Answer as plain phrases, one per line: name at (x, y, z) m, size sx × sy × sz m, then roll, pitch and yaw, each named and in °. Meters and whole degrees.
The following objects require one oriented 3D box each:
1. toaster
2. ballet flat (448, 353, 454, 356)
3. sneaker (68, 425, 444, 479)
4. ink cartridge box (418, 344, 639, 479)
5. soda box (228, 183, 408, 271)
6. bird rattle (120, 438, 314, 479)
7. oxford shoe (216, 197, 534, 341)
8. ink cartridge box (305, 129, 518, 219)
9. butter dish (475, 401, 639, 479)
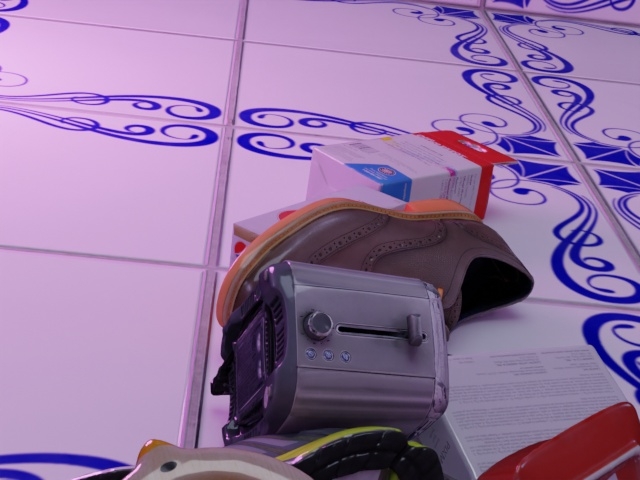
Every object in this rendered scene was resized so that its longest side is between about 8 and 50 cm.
toaster at (0.007, 0.102, 1.042) m, size 0.147 × 0.227 × 0.129 m, roll 5°, pitch 66°, yaw -16°
ballet flat at (0.065, 0.127, 1.177) m, size 0.173 × 0.057 × 0.049 m, roll 1°, pitch 59°, yaw -9°
sneaker at (-0.071, 0.192, 0.914) m, size 0.300 × 0.111 × 0.121 m, roll -5°, pitch -1°, yaw -16°
ink cartridge box at (0.188, 0.183, 1.086) m, size 0.181 × 0.056 × 0.224 m, roll -2°, pitch 42°, yaw -22°
soda box at (0.000, 0.000, 1.421) m, size 0.074 × 0.069 × 0.216 m, roll 23°, pitch 27°, yaw 34°
bird rattle at (-0.059, 0.203, 0.752) m, size 0.254 × 0.143 × 0.207 m, roll 7°, pitch 45°, yaw 16°
oxford shoe at (0.064, 0.037, 1.282) m, size 0.364 × 0.129 × 0.133 m, roll -13°, pitch 36°, yaw -40°
ink cartridge box at (0.114, -0.072, 1.619) m, size 0.231 × 0.078 × 0.134 m, roll -11°, pitch 29°, yaw -37°
butter dish at (0.153, 0.203, 0.913) m, size 0.118 × 0.159 × 0.160 m, roll -4°, pitch 9°, yaw 44°
